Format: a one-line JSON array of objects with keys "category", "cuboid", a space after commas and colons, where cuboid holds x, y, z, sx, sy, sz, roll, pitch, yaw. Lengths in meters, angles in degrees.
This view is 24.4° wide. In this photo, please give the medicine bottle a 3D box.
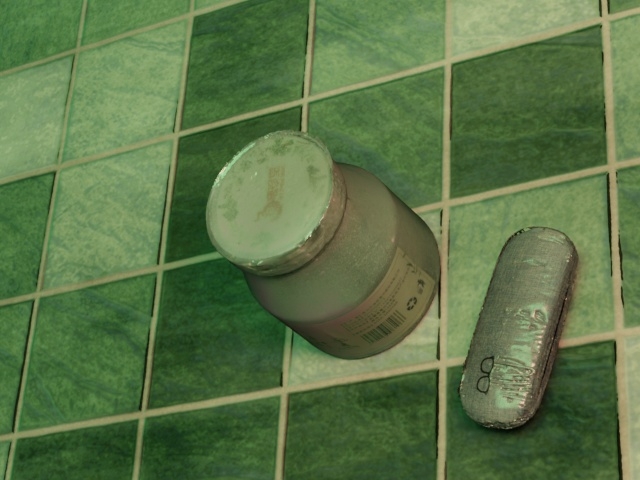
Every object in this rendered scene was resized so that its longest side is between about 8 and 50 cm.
[{"category": "medicine bottle", "cuboid": [0.000, 0.000, 2.027, 0.245, 0.290, 0.245, -15, 57, 25]}]

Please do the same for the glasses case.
[{"category": "glasses case", "cuboid": [0.261, 0.113, 1.940, 0.109, 0.067, 0.283, 7, 69, 33]}]
